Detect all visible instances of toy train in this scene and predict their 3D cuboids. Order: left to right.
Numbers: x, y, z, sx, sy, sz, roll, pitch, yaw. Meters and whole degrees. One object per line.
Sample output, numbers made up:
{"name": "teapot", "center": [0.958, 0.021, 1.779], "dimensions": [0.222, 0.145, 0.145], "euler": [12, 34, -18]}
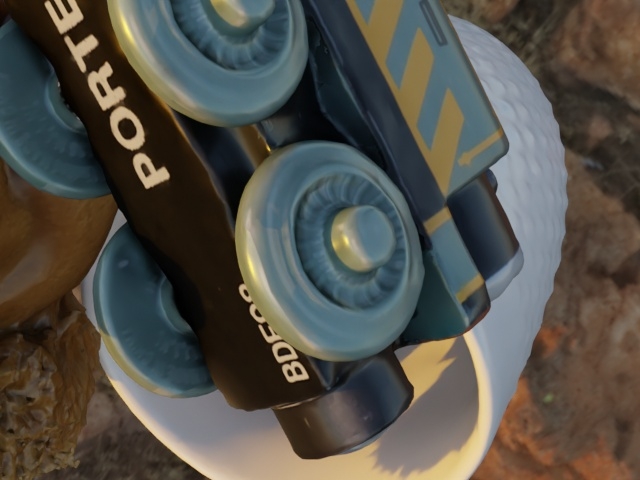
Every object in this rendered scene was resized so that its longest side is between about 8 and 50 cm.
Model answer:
{"name": "toy train", "center": [-0.032, -0.088, 0.443], "dimensions": [0.190, 0.142, 0.334], "euler": [-35, 99, -42]}

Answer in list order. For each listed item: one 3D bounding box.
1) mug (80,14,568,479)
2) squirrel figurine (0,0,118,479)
{"name": "mug", "center": [0.000, 0.000, 0.835], "dimensions": [0.276, 0.374, 0.328], "euler": [52, 40, -15]}
{"name": "squirrel figurine", "center": [-0.245, 0.020, 0.512], "dimensions": [0.280, 0.397, 0.370], "euler": [0, 20, 11]}
